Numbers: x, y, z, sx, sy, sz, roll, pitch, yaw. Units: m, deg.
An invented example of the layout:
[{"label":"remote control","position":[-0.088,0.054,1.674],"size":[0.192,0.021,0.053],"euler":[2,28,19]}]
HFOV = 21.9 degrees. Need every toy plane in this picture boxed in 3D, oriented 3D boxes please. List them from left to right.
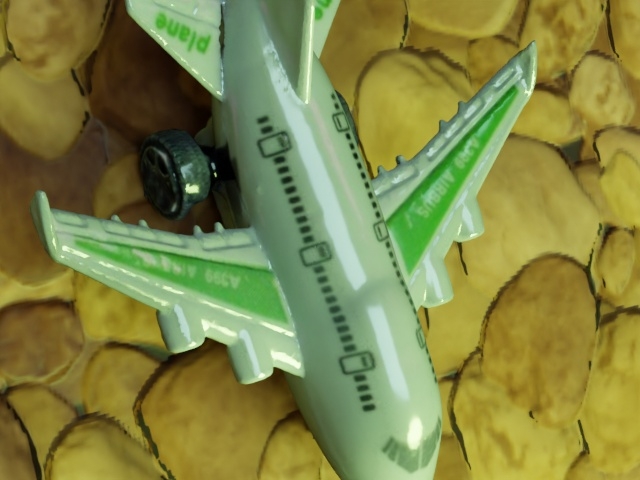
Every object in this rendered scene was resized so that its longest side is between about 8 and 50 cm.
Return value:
[{"label":"toy plane","position":[-0.003,0.000,0.715],"size":[0.251,0.101,0.255],"euler":[-20,101,-30]}]
